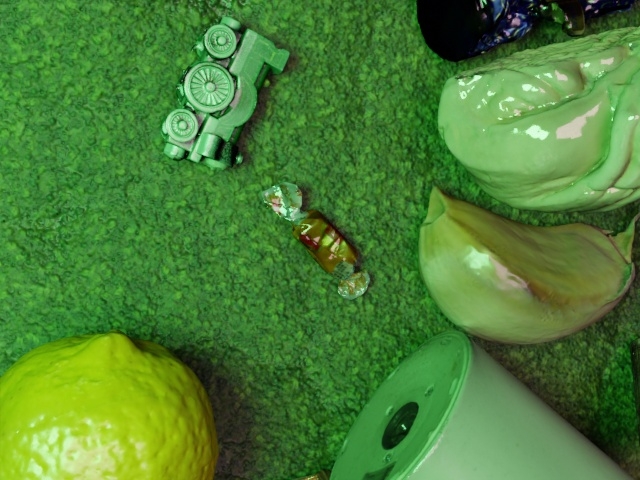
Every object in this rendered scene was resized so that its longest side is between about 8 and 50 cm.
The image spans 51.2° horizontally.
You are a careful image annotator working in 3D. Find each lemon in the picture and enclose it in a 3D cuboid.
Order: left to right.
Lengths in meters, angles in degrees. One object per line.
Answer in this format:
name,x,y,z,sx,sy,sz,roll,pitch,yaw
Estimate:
lemon,-0.237,0.237,0.695,0.254,0.253,0.310,15,108,-12

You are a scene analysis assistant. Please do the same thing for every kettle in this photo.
kettle,0.209,0.344,0.733,0.377,0.250,0.361,37,43,-6

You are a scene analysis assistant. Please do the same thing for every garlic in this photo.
garlic,0.290,0.033,0.843,0.339,0.151,0.196,3,82,-13

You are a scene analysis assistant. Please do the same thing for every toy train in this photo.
toy train,-0.116,-0.166,0.776,0.105,0.071,0.178,24,88,-23

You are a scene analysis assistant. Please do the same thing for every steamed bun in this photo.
steamed bun,0.312,-0.131,0.777,0.320,0.275,0.206,-3,111,24

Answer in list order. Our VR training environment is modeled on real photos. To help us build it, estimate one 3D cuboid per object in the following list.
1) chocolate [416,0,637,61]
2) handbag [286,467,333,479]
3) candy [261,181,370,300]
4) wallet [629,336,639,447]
chocolate,0.293,-0.308,0.831,0.344,0.126,0.148,-18,61,-17
handbag,-0.012,0.394,0.848,0.127,0.063,0.190,-12,100,-10
candy,0.000,0.000,0.822,0.053,0.046,0.182,-42,103,-3
wallet,0.452,0.241,0.864,0.124,0.230,0.042,42,126,-14
